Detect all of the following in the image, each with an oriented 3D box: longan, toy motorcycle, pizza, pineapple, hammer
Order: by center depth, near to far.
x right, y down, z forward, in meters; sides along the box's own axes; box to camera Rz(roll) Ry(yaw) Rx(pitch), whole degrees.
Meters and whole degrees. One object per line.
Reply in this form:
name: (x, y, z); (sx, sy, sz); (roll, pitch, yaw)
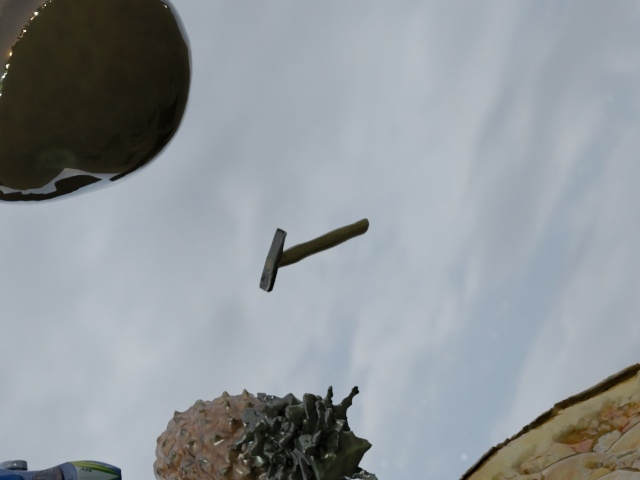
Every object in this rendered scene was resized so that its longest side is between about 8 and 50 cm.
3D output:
longan: (-0.222, -0.134, 1.153); (0.248, 0.248, 0.248); (-49, -29, -40)
hammer: (0.000, 0.000, 1.388); (0.199, 0.013, 0.062); (-23, -47, -59)
pineapple: (-0.050, 0.223, 1.547); (0.340, 0.169, 0.169); (-31, 17, 51)
toy motorcycle: (-0.350, 0.280, 1.570); (0.135, 0.254, 0.092); (118, 148, -64)
pizza: (0.284, 0.296, 1.692); (0.435, 0.391, 0.080); (-86, -27, -77)
